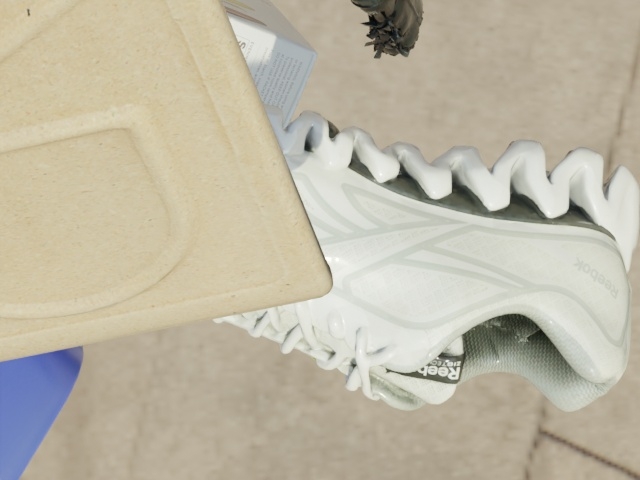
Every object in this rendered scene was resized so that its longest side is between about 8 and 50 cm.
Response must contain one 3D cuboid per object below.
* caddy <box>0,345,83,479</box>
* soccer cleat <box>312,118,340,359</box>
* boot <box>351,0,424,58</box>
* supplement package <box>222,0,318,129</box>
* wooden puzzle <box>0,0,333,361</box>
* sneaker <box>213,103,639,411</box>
[{"bbox_3d":[-0.290,0.106,1.049,0.241,0.341,0.179,-29,112,36],"label":"caddy"},{"bbox_3d":[0.000,0.000,1.232,0.072,0.060,0.179,48,147,37],"label":"soccer cleat"},{"bbox_3d":[0.058,-0.209,1.473,0.045,0.099,0.121,10,72,23],"label":"boot"},{"bbox_3d":[-0.124,-0.104,1.476,0.262,0.145,0.204,-122,55,-71],"label":"supplement package"},{"bbox_3d":[-0.184,-0.046,0.615,0.322,0.348,0.080,-11,61,7],"label":"wooden puzzle"},{"bbox_3d":[0.009,0.013,0.859,0.110,0.292,0.118,114,158,-63],"label":"sneaker"}]
